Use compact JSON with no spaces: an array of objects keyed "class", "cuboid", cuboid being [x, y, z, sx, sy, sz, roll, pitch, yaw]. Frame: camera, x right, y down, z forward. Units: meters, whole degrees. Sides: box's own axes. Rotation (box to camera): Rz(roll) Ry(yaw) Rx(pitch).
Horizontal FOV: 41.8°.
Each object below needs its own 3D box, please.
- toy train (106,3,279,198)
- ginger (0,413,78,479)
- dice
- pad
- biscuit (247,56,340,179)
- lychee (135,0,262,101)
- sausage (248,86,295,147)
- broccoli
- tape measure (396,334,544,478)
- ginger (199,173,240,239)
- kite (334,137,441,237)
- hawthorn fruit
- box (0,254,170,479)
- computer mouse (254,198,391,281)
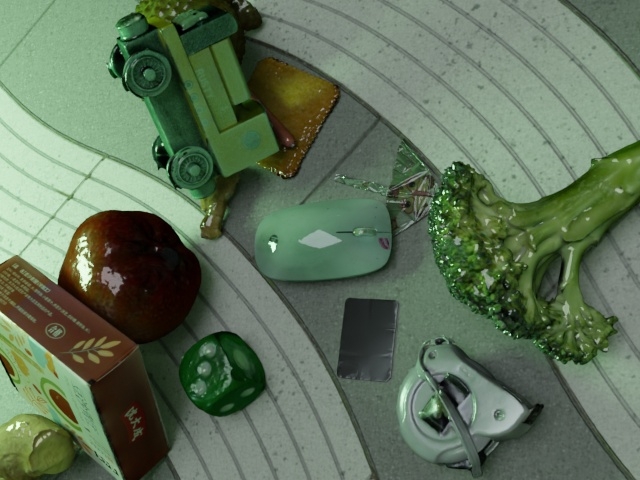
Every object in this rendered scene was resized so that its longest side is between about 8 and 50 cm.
[{"class":"toy train","cuboid":[-0.250,-0.283,1.666,0.253,0.397,0.160,-29,32,-14]},{"class":"ginger","cuboid":[-0.614,0.443,1.752,0.267,0.138,0.152,-35,89,46]},{"class":"dice","cuboid":[-0.192,0.262,1.643,0.120,0.131,0.128,-40,63,12]},{"class":"pad","cuboid":[0.089,0.188,1.601,0.112,0.003,0.157,1,75,26]},{"class":"biscuit","cuboid":[-0.095,-0.270,1.820,0.237,0.013,0.232,29,89,31]},{"class":"lychee","cuboid":[-0.289,-0.427,1.818,0.270,0.270,0.320,17,78,29]},{"class":"sausage","cuboid":[-0.118,-0.269,1.806,0.029,0.029,0.223,-44,61,8]},{"class":"broccoli","cuboid":[0.359,-0.039,1.417,0.353,0.275,0.397,26,94,-15]},{"class":"tape measure","cuboid":[0.230,0.291,1.440,0.236,0.120,0.197,37,95,34]},{"class":"ginger","cuboid":[-0.239,-0.087,1.803,0.096,0.067,0.165,17,82,6]},{"class":"kite","cuboid":[0.134,-0.097,1.661,0.250,0.012,0.229,13,80,29]},{"class":"hawthorn fruit","cuboid":[-0.399,0.077,1.728,0.311,0.295,0.295,-7,70,49]},{"class":"box","cuboid":[-0.495,0.260,1.668,0.385,0.344,0.122,29,52,29]},{"class":"computer mouse","cuboid":[-0.003,-0.002,1.646,0.288,0.097,0.159,-8,71,26]}]
